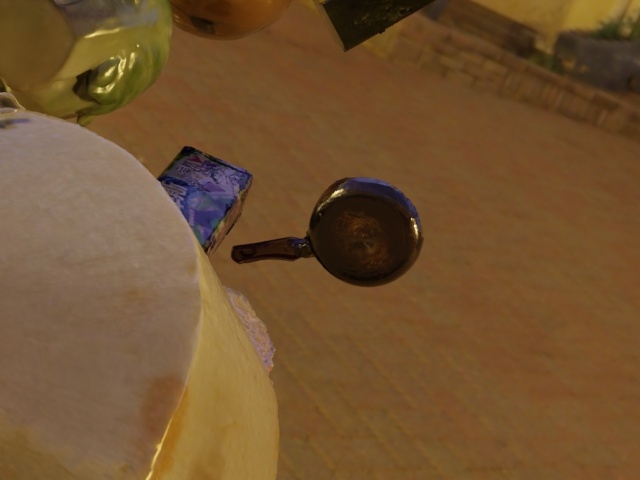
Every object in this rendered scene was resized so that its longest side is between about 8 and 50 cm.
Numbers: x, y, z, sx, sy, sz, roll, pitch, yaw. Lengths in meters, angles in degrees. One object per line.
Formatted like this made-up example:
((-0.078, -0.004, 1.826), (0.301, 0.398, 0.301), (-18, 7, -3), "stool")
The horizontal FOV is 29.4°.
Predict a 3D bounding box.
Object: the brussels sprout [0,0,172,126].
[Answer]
((-0.263, -0.217, 1.232), (0.244, 0.244, 0.244), (23, 14, -6), "brussels sprout")

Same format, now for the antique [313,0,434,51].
((0.106, -0.363, 1.748), (0.080, 0.220, 0.081), (60, 1, -20), "antique")

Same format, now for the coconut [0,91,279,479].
((-0.178, 0.091, 0.572), (0.323, 0.323, 0.323), (23, 14, -6), "coconut")

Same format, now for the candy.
((-0.143, -0.007, 1.170), (0.088, 0.061, 0.312), (26, 27, 0), "candy")

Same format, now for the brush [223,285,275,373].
((-0.122, 0.154, 1.380), (0.266, 0.166, 0.174), (19, 36, -53), "brush")

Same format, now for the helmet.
((-0.139, -0.337, 1.489), (0.224, 0.198, 0.130), (33, 27, -9), "helmet")

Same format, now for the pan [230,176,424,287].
((-0.001, 0.001, 1.207), (0.212, 0.115, 0.040), (-10, 20, 24), "pan")
